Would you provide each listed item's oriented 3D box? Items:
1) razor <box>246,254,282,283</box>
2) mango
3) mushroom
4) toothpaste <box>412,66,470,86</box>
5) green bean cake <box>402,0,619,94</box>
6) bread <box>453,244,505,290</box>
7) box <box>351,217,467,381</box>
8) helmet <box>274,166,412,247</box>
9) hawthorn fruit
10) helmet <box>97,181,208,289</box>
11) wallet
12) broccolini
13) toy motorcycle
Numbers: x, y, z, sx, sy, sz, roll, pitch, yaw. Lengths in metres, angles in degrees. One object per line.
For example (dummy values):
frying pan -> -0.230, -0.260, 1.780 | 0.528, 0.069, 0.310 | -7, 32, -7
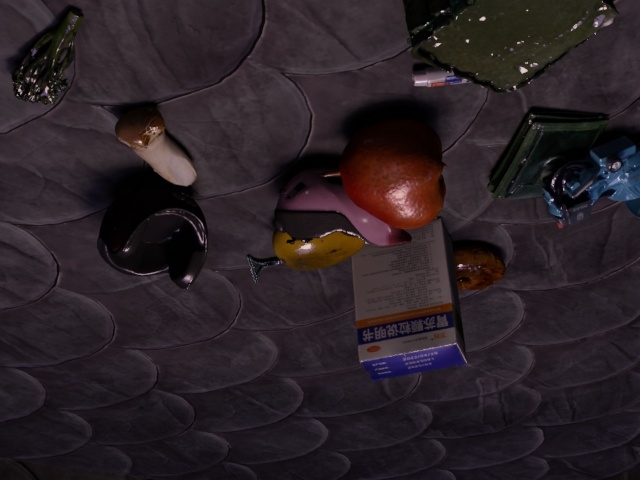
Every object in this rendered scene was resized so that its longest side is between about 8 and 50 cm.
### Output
razor -> -0.059, 0.036, 2.365 | 0.190, 0.033, 0.066 | -14, 107, 12
mango -> 0.000, 0.000, 2.238 | 0.195, 0.098, 0.137 | -6, 144, -4
mushroom -> -0.283, -0.162, 1.958 | 0.084, 0.071, 0.209 | -41, 148, -1
toothpaste -> 0.263, -0.282, 1.849 | 0.218, 0.033, 0.052 | -7, 154, -4
green bean cake -> 0.275, -0.349, 1.634 | 0.241, 0.132, 0.255 | 17, 142, -33
bread -> 0.310, 0.062, 2.418 | 0.193, 0.063, 0.193 | -3, 156, -1
box -> 0.177, 0.118, 2.256 | 0.200, 0.299, 0.106 | -12, 148, 14
helmet -> 0.039, -0.064, 2.080 | 0.253, 0.154, 0.198 | -6, -173, -13
hawthorn fruit -> 0.110, -0.120, 1.956 | 0.226, 0.196, 0.196 | 1, 150, 4
helmet -> -0.314, -0.013, 2.081 | 0.216, 0.193, 0.189 | -32, 135, 33
wallet -> 0.422, -0.155, 2.066 | 0.160, 0.055, 0.236 | -2, 150, -16
broccolini -> -0.426, -0.282, 1.734 | 0.091, 0.068, 0.202 | 27, 141, -13
toy motorcycle -> 0.541, -0.104, 2.072 | 0.272, 0.123, 0.182 | -21, 130, -9
